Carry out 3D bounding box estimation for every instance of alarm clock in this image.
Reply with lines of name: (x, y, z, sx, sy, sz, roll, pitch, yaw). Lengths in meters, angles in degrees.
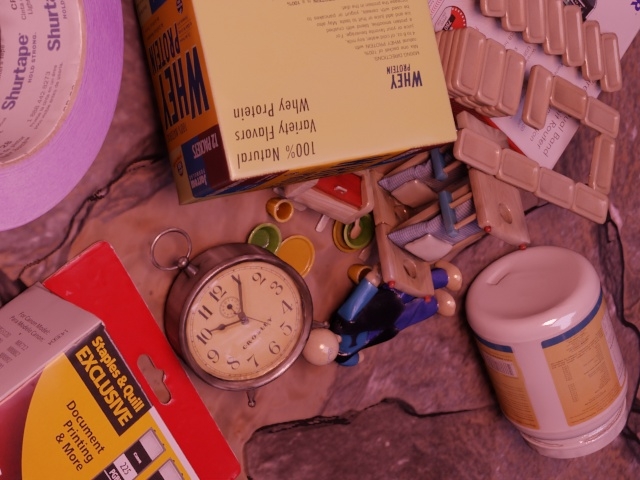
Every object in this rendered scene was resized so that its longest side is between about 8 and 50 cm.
alarm clock: (-0.087, 0.055, 1.150, 0.129, 0.064, 0.192, -46, 123, -6)

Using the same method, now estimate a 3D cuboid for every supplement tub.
supplement tub: (0.248, 0.122, 1.372, 0.144, 0.144, 0.200, -37, 124, -21)

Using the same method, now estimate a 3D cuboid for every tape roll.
tape roll: (-0.259, -0.144, 0.881, 0.274, 0.090, 0.275, -10, 102, -57)

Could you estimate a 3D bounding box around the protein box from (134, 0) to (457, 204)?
protein box: (-0.025, -0.151, 1.027, 0.199, 0.136, 0.201, -12, 88, -24)

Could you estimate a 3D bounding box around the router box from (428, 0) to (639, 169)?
router box: (0.204, -0.284, 1.245, 0.301, 0.082, 0.335, 38, 81, -38)

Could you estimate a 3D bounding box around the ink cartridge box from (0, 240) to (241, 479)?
ink cartridge box: (-0.194, 0.202, 1.081, 0.272, 0.130, 0.309, -40, 124, -21)

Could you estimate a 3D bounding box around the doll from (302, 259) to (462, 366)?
doll: (0.056, 0.073, 1.264, 0.189, 0.046, 0.129, -23, 139, -32)

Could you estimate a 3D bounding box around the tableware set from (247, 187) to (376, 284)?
tableware set: (0.000, 0.000, 1.226, 0.154, 0.024, 0.104, 31, 86, -39)

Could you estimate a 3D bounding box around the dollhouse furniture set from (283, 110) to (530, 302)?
dollhouse furniture set: (0.076, -0.047, 1.165, 0.183, 0.129, 0.129, 23, 47, -40)

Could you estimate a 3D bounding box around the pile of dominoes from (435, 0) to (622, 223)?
pile of dominoes: (0.200, -0.140, 1.211, 0.251, 0.040, 0.196, 20, 77, -42)
